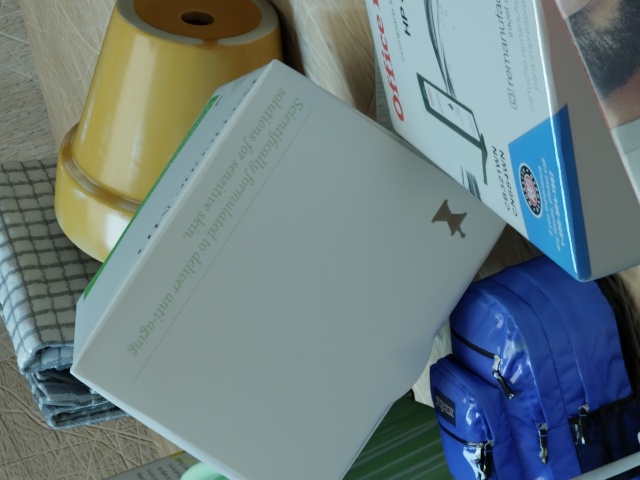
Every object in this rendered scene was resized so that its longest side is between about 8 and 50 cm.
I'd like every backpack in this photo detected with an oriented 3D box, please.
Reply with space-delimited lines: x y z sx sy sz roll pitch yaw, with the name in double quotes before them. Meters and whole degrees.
"backpack" 0.110 0.074 0.837 0.098 0.101 0.120 28 132 62

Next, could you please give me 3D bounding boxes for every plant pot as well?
"plant pot" -0.106 -0.100 1.313 0.205 0.205 0.188 -124 36 -49

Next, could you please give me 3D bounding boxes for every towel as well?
"towel" -0.146 0.038 1.412 0.121 0.283 0.235 104 149 -42

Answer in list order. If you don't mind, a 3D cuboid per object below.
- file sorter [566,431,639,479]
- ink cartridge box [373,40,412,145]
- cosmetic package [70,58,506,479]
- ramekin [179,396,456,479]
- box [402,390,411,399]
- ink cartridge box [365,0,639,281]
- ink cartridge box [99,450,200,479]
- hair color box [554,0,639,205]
"file sorter" 0.156 0.197 0.658 0.277 0.173 0.193 162 88 -77
"ink cartridge box" 0.065 -0.138 0.891 0.145 0.045 0.179 -167 77 -76
"cosmetic package" -0.036 0.017 0.982 0.155 0.197 0.365 34 177 -7
"ramekin" 0.043 0.253 1.100 0.303 0.148 0.303 36 139 39
"box" 0.026 0.134 1.300 0.062 0.083 0.052 -124 18 -47
"ink cartridge box" 0.090 -0.093 0.703 0.203 0.086 0.148 -135 28 -61
"ink cartridge box" -0.112 0.281 1.649 0.201 0.278 0.117 -170 62 -76
"hair color box" 0.124 -0.091 0.529 0.053 0.093 0.167 -2 -112 -61
